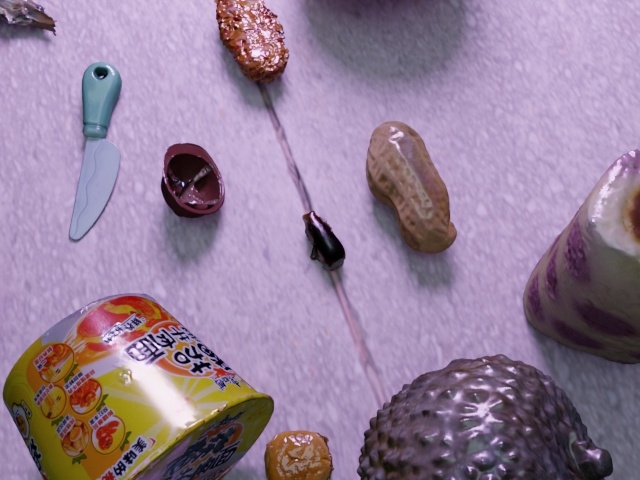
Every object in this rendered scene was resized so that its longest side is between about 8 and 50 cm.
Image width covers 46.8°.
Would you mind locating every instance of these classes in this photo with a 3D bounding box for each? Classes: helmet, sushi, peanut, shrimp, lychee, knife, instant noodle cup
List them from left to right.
[{"bbox_3d":[-0.498,-0.339,1.080,0.224,0.047,0.126,19,45,2],"label":"shrimp"},{"bbox_3d":[-0.312,-0.126,1.042,0.063,0.034,0.260,2,80,-4],"label":"knife"},{"bbox_3d":[-0.212,0.195,0.833,0.264,0.264,0.200,-41,69,-10],"label":"instant noodle cup"},{"bbox_3d":[-0.182,-0.071,1.004,0.089,0.057,0.111,1,63,-35],"label":"helmet"},{"bbox_3d":[0.000,0.000,0.982,0.044,0.046,0.083,-31,75,-7],"label":"sushi"},{"bbox_3d":[0.117,-0.071,0.979,0.094,0.083,0.194,-14,72,-17],"label":"peanut"},{"bbox_3d":[0.176,0.256,0.799,0.274,0.255,0.255,-28,71,29],"label":"lychee"}]

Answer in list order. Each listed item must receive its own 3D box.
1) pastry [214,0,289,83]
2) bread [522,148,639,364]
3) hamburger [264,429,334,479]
[{"bbox_3d":[-0.102,-0.297,1.069,0.087,0.063,0.169,-15,68,-12],"label":"pastry"},{"bbox_3d":[0.345,0.040,0.809,0.187,0.338,0.155,24,75,11],"label":"bread"},{"bbox_3d":[-0.027,0.270,0.903,0.083,0.044,0.076,-14,73,0],"label":"hamburger"}]
